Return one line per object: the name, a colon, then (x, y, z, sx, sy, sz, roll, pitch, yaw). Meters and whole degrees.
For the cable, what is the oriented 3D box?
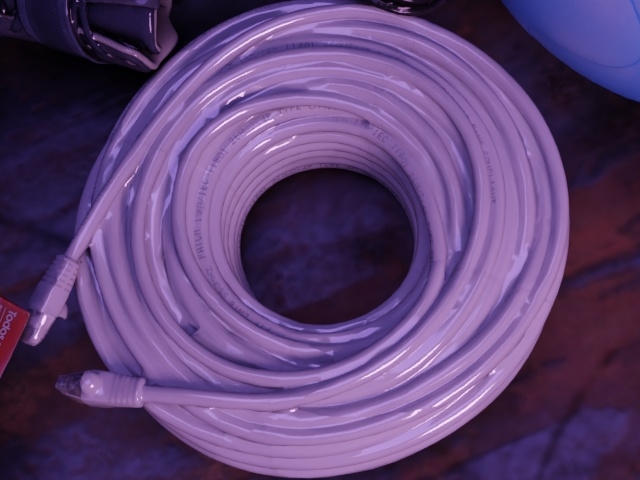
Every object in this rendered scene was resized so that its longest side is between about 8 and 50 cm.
cable: (0.000, 0.000, 0.875, 0.257, 0.089, 0.257, 17, 74, 13)

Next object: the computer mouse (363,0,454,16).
computer mouse: (0.034, -0.238, 0.918, 0.184, 0.060, 0.262, 25, 51, 1)

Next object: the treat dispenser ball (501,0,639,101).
treat dispenser ball: (0.206, -0.203, 0.805, 0.288, 0.288, 0.288, -2, 72, 7)

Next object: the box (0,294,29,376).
box: (-0.272, 0.117, 0.830, 0.128, 0.122, 0.257, 7, 69, 54)

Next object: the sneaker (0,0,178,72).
sneaker: (-0.170, -0.140, 0.856, 0.163, 0.226, 0.086, 16, 103, 33)
